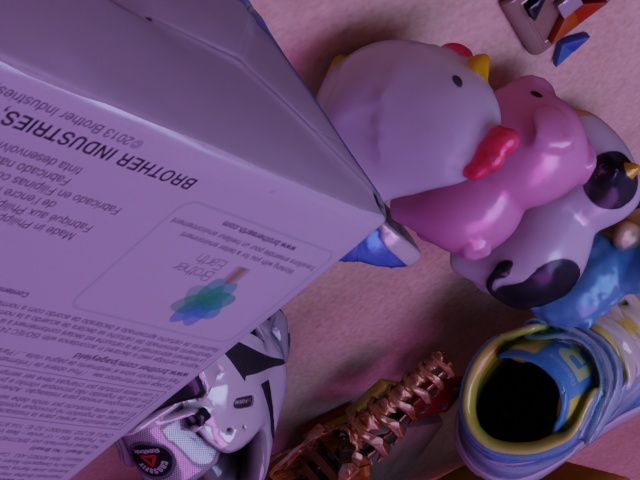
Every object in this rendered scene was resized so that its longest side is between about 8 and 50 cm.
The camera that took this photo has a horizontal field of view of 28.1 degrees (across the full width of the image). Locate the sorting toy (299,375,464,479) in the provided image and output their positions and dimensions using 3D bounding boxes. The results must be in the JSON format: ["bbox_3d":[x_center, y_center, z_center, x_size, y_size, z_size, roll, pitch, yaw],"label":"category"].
[{"bbox_3d":[0.029,0.191,1.181,0.132,0.046,0.274,-6,142,-30],"label":"sorting toy"}]

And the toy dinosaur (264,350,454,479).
[{"bbox_3d":[-0.004,0.224,0.976,0.322,0.164,0.218,-32,156,24],"label":"toy dinosaur"}]

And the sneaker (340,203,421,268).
[{"bbox_3d":[0.000,-0.001,0.878,0.084,0.058,0.152,-44,140,14],"label":"sneaker"}]

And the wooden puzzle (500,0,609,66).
[{"bbox_3d":[0.156,-0.154,0.822,0.078,0.014,0.116,-38,147,16],"label":"wooden puzzle"}]

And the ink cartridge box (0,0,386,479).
[{"bbox_3d":[-0.209,0.032,0.559,0.395,0.151,0.270,-41,151,18],"label":"ink cartridge box"}]

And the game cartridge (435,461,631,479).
[{"bbox_3d":[0.106,0.302,1.214,0.324,0.052,0.285,-27,-175,-15],"label":"game cartridge"}]

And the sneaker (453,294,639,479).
[{"bbox_3d":[0.245,0.088,1.062,0.319,0.127,0.208,-40,163,-1],"label":"sneaker"}]

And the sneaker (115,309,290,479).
[{"bbox_3d":[-0.102,0.075,0.813,0.122,0.146,0.330,-13,150,21],"label":"sneaker"}]

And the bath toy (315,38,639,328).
[{"bbox_3d":[0.134,-0.040,0.860,0.348,0.129,0.151,26,80,-51],"label":"bath toy"}]
